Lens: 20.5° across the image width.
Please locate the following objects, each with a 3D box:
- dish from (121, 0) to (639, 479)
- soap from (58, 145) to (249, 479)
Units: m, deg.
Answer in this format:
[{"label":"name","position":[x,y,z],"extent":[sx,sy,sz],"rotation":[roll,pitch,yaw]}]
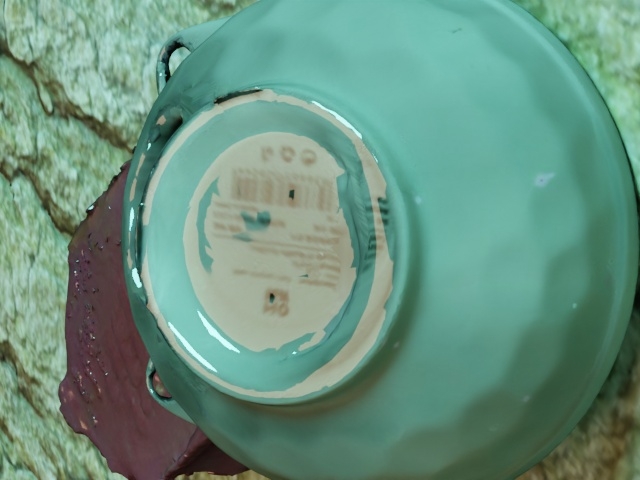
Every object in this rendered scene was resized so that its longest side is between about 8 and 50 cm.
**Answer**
[{"label":"dish","position":[0.000,0.000,0.849],"extent":[0.303,0.120,0.303],"rotation":[1,93,30]},{"label":"soap","position":[-0.072,0.050,1.088],"extent":[0.289,0.112,0.182],"rotation":[-45,63,55]}]
